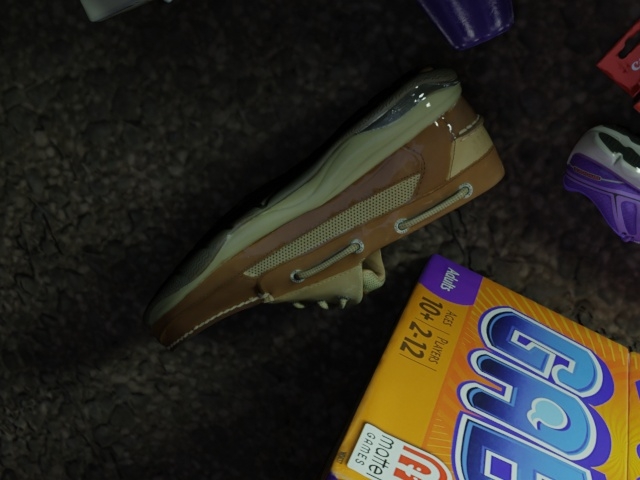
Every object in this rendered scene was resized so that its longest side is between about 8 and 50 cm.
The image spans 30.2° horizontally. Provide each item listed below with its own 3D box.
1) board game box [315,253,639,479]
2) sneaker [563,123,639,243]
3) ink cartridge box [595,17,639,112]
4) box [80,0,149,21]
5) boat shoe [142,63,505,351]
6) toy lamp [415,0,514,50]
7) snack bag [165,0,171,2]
[{"bbox_3d":[0.136,0.290,0.857,0.356,0.356,0.357,27,114,5],"label":"board game box"},{"bbox_3d":[0.258,-0.019,0.885,0.170,0.068,0.071,37,130,10],"label":"sneaker"},{"bbox_3d":[0.262,-0.109,0.859,0.115,0.029,0.063,40,115,-2],"label":"ink cartridge box"},{"bbox_3d":[-0.166,-0.311,0.870,0.113,0.094,0.275,-18,104,20],"label":"box"},{"bbox_3d":[0.000,0.000,0.923,0.324,0.122,0.120,-36,100,24],"label":"boat shoe"},{"bbox_3d":[0.064,-0.268,0.833,0.080,0.080,0.275,-19,102,21],"label":"toy lamp"},{"bbox_3d":[-0.125,-0.384,0.763,0.323,0.037,0.342,41,113,-2],"label":"snack bag"}]
